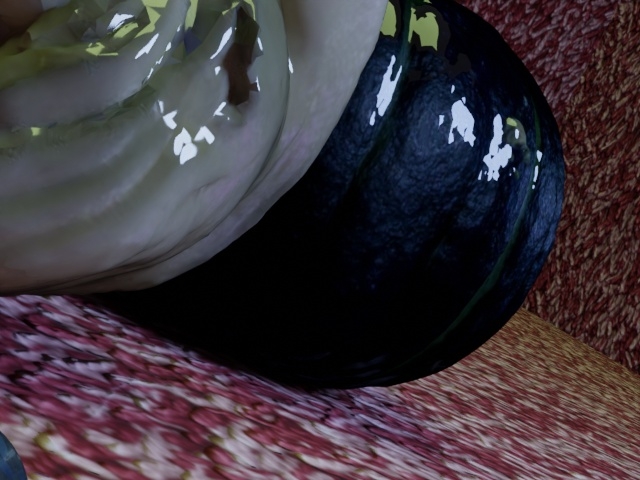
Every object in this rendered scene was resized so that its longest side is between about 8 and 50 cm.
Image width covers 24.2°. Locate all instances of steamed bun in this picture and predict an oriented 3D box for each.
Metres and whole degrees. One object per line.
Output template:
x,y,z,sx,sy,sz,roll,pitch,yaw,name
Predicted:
-0.131,-0.113,0.727,0.352,0.339,0.247,36,-21,41,steamed bun

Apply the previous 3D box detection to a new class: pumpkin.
-0.019,-0.058,1.001,0.363,0.266,0.363,23,4,-2,pumpkin

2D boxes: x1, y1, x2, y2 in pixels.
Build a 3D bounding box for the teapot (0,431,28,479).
-0.105,0.063,0.345,0.063,0.049,0.083,27,4,1,teapot
